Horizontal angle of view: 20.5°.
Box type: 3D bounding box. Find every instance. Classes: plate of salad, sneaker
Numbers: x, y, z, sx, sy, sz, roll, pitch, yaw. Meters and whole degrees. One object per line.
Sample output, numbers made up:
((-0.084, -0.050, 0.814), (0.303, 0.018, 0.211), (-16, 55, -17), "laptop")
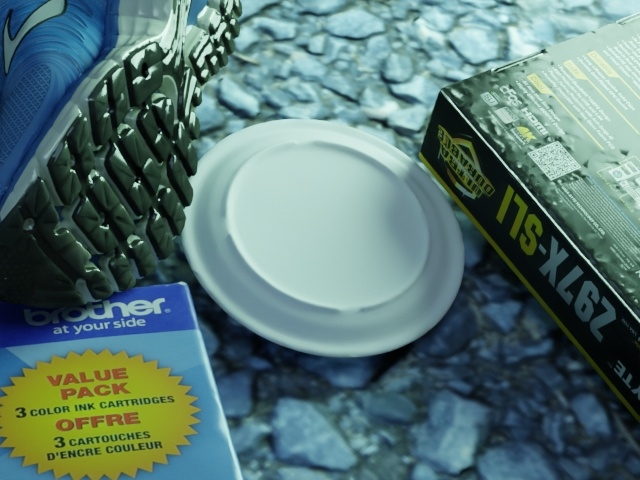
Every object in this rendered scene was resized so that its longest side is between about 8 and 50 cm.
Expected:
((0.000, 0.000, 1.206), (0.199, 0.048, 0.200), (8, 53, -11), "plate of salad")
((-0.152, -0.082, 1.064), (0.147, 0.130, 0.330), (-4, 40, 19), "sneaker")

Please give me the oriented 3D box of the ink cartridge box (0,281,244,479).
((-0.173, 0.166, 0.925), (0.270, 0.151, 0.395), (-6, 34, -13), "ink cartridge box")

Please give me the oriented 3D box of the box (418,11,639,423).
((0.262, -0.015, 1.217), (0.257, 0.079, 0.322), (-22, 59, -28), "box")
